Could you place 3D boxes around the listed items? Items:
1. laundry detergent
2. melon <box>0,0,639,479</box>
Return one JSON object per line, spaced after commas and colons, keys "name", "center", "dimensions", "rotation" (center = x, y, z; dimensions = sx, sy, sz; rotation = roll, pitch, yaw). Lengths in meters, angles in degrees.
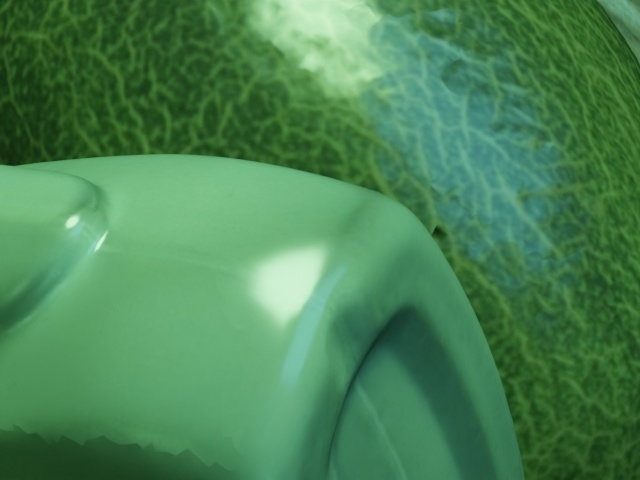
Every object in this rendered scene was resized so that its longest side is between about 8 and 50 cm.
{"name": "laundry detergent", "center": [-0.098, 0.043, 0.444], "dimensions": [0.105, 0.280, 0.215], "rotation": [-62, 151, -29]}
{"name": "melon", "center": [0.000, 0.000, 0.605], "dimensions": [0.302, 0.237, 0.237], "rotation": [55, 35, 5]}
